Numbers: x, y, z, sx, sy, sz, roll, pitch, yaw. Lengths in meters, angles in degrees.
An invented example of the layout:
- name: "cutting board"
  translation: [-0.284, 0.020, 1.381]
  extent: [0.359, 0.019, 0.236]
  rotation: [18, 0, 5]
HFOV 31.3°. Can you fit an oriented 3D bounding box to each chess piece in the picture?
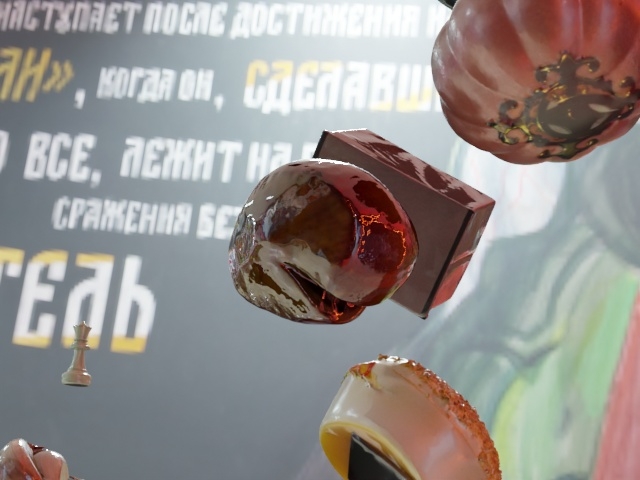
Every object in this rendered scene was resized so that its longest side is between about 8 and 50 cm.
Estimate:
- name: "chess piece"
  translation: [-0.345, 0.161, 1.639]
  extent: [0.042, 0.093, 0.042]
  rotation: [4, -14, 1]

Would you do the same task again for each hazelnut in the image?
- name: "hazelnut"
  translation: [0.000, 0.000, 1.463]
  extent: [0.252, 0.217, 0.217]
  rotation: [-19, -30, 38]

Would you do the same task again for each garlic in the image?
- name: "garlic"
  translation: [-0.518, 0.466, 2.062]
  extent: [0.214, 0.160, 0.191]
  rotation: [38, 2, -26]

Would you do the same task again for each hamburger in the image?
- name: "hamburger"
  translation: [0.137, 0.296, 1.680]
  extent: [0.294, 0.179, 0.276]
  rotation: [35, -28, 26]

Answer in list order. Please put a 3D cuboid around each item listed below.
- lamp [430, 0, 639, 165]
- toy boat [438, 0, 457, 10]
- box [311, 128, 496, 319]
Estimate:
- name: "lamp"
  translation: [0.289, -0.243, 1.461]
  extent: [0.305, 0.239, 0.305]
  rotation: [-5, -36, -4]
- name: "toy boat"
  translation: [0.332, -0.458, 2.161]
  extent: [0.296, 0.114, 0.122]
  rotation: [23, -8, 9]
- name: "box"
  translation: [0.105, -0.032, 1.695]
  extent: [0.252, 0.188, 0.153]
  rotation: [28, 16, 18]
